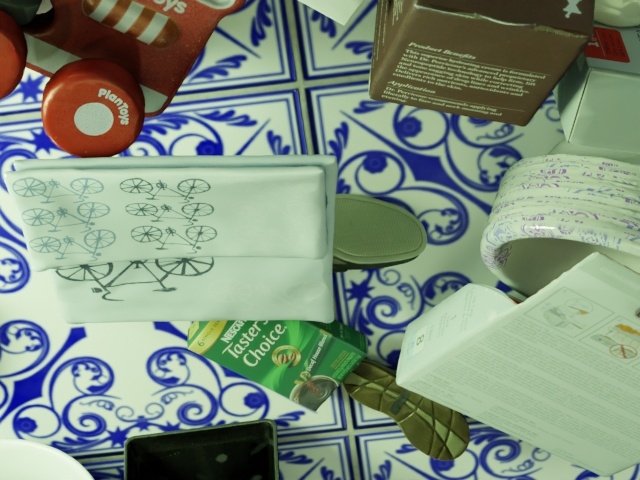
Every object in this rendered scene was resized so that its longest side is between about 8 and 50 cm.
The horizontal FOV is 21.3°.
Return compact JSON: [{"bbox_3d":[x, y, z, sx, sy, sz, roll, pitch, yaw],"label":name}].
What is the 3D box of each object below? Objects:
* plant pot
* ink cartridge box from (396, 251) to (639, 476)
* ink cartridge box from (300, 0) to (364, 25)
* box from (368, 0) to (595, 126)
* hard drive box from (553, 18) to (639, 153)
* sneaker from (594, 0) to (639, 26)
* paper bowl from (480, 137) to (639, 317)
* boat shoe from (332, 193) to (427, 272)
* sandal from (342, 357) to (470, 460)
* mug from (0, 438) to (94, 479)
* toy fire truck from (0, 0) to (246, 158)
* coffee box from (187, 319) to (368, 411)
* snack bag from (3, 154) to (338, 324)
[{"bbox_3d":[-0.129,0.350,2.070,0.187,0.188,0.167,-8,137,4],"label":"plant pot"},{"bbox_3d":[0.311,0.119,1.880,0.308,0.091,0.385,26,145,-18],"label":"ink cartridge box"},{"bbox_3d":[-0.044,-0.317,1.595,0.219,0.160,0.092,27,122,-19],"label":"ink cartridge box"},{"bbox_3d":[0.151,-0.232,1.609,0.168,0.167,0.203,10,158,-8],"label":"box"},{"bbox_3d":[0.355,-0.163,1.709,0.232,0.181,0.089,7,125,-8],"label":"hard drive box"},{"bbox_3d":[0.338,-0.258,1.662,0.212,0.080,0.094,9,143,5],"label":"sneaker"},{"bbox_3d":[0.322,-0.012,1.789,0.284,0.148,0.284,18,162,6],"label":"paper bowl"},{"bbox_3d":[0.000,0.000,1.889,0.233,0.084,0.079,-2,157,-8],"label":"boat shoe"},{"bbox_3d":[0.106,0.194,2.044,0.180,0.049,0.072,35,113,-7],"label":"sandal"},{"bbox_3d":[-0.334,0.468,2.043,0.374,0.276,0.328,28,143,29],"label":"mug"},{"bbox_3d":[-0.240,-0.245,1.636,0.302,0.169,0.254,25,120,-19],"label":"toy fire truck"},{"bbox_3d":[-0.051,0.118,1.982,0.184,0.040,0.113,30,119,-21],"label":"coffee box"},{"bbox_3d":[-0.144,0.012,1.775,0.323,0.037,0.342,-1,150,-1],"label":"snack bag"}]
